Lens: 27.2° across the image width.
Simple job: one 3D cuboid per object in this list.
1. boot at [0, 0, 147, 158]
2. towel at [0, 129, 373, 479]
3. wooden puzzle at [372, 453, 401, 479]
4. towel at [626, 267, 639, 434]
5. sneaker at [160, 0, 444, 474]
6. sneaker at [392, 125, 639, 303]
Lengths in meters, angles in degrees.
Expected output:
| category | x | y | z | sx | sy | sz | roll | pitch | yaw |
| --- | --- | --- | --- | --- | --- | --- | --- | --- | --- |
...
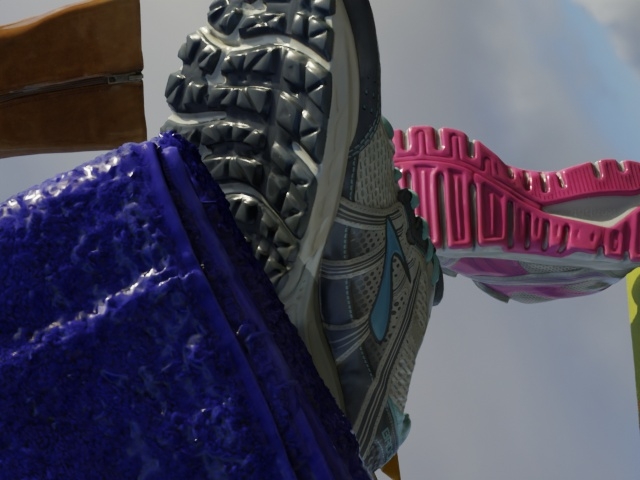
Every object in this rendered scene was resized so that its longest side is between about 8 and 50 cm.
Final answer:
| category | x | y | z | sx | sy | sz | roll | pitch | yaw |
| --- | --- | --- | --- | --- | --- | --- | --- | --- | --- |
| boot | -0.285 | -0.178 | 1.116 | 0.096 | 0.280 | 0.264 | -140 | 41 | -62 |
| towel | -0.076 | 0.123 | 0.480 | 0.308 | 0.227 | 0.076 | 60 | 162 | 13 |
| wooden puzzle | 0.016 | 0.208 | 1.113 | 0.014 | 0.116 | 0.079 | -164 | 57 | -84 |
| towel | 0.257 | 0.071 | 0.943 | 0.021 | 0.102 | 0.237 | 13 | -123 | -16 |
| sneaker | 0.000 | 0.000 | 0.634 | 0.122 | 0.283 | 0.110 | -18 | -146 | -38 |
| sneaker | 0.123 | -0.004 | 0.957 | 0.111 | 0.252 | 0.103 | 101 | 180 | -60 |
